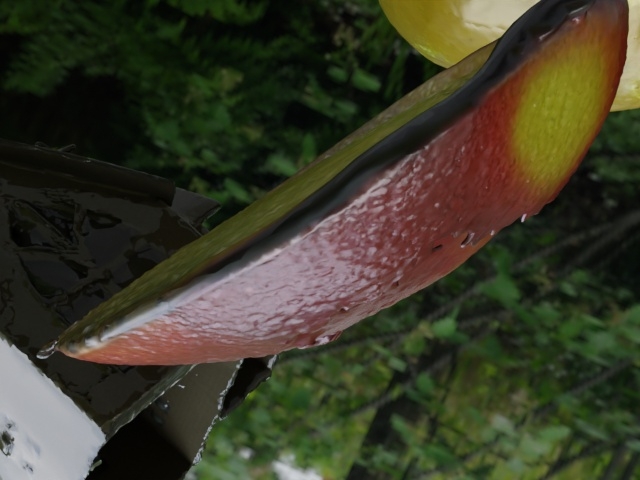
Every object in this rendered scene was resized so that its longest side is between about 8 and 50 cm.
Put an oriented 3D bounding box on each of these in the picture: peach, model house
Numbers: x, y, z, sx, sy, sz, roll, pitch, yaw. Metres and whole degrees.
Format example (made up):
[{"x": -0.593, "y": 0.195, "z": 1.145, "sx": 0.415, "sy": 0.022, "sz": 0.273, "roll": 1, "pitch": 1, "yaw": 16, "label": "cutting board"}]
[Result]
[{"x": 0.003, "y": 0.003, "z": 0.512, "sx": 0.068, "sy": 0.279, "sz": 0.189, "roll": 57, "pitch": -147, "yaw": -1, "label": "peach"}, {"x": -0.160, "y": 0.026, "z": 0.777, "sx": 0.243, "sy": 0.204, "sz": 0.211, "roll": 40, "pitch": 139, "yaw": 14, "label": "model house"}]

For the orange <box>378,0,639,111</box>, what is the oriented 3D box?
[{"x": 0.143, "y": -0.205, "z": 0.725, "sx": 0.279, "sy": 0.279, "sz": 0.235, "roll": 23, "pitch": -169, "yaw": 22, "label": "orange"}]
